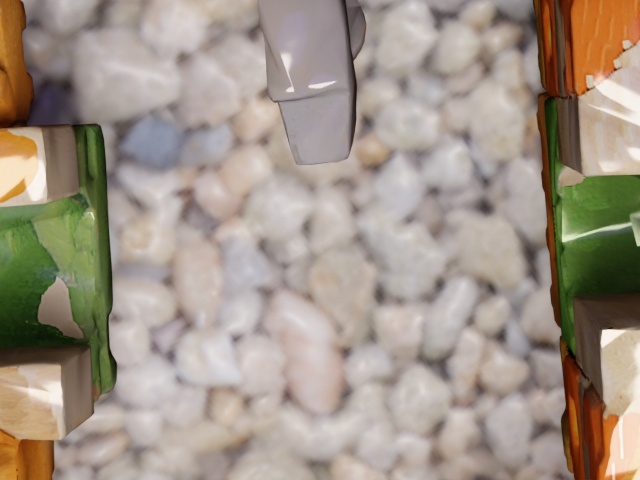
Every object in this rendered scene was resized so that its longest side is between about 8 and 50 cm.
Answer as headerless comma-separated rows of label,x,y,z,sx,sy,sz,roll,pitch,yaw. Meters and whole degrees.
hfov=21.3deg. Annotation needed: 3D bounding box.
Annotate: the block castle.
block castle,0.000,0.000,0.668,0.303,0.213,0.453,-3,95,5
